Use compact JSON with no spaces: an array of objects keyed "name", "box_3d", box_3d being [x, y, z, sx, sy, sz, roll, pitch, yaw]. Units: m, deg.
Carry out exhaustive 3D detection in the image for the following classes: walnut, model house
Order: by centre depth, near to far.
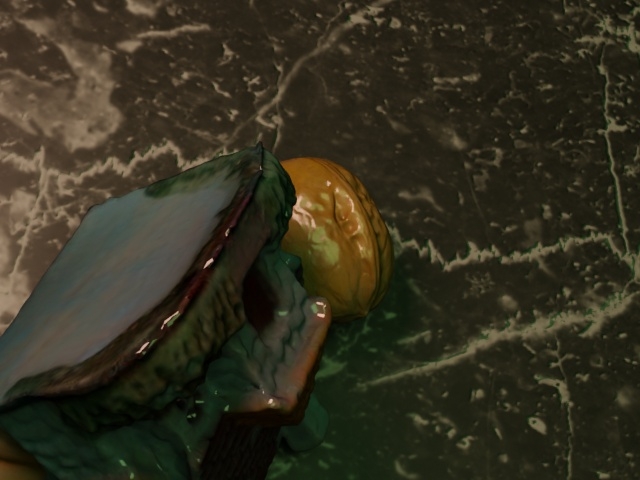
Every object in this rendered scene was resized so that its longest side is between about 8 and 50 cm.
[{"name":"model house","box_3d":[-0.116,0.154,1.506,0.339,0.297,0.360,56,36,-25]},{"name":"walnut","box_3d":[0.000,0.000,1.689,0.159,0.159,0.206,-23,75,-21]}]

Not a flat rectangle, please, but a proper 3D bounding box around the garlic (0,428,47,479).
[{"name":"garlic","box_3d":[-0.315,0.210,1.548,0.228,0.110,0.217,34,50,-34]}]
